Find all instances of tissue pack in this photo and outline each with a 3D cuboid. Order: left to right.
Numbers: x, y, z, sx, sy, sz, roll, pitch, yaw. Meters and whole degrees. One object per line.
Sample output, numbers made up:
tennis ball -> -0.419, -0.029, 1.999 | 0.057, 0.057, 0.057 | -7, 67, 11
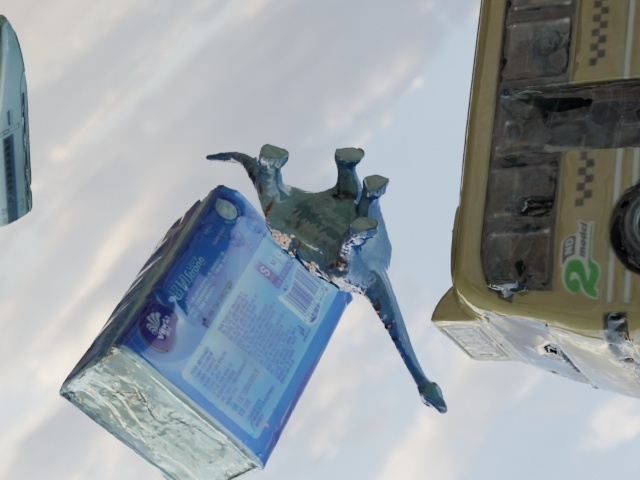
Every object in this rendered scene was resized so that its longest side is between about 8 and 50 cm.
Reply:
tissue pack -> -0.113, 0.105, 1.863 | 0.146, 0.198, 0.263 | -36, -162, 45

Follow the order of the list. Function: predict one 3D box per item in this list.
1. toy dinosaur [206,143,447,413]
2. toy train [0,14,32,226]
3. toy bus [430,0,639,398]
toy dinosaur -> 0.011, -0.013, 1.448 | 0.076, 0.329, 0.144 | -27, 149, -30
toy train -> -0.280, -0.103, 1.537 | 0.048, 0.055, 0.252 | -29, 154, -24
toy bus -> 0.201, -0.077, 1.245 | 0.202, 0.177, 0.365 | -2, -113, 25
